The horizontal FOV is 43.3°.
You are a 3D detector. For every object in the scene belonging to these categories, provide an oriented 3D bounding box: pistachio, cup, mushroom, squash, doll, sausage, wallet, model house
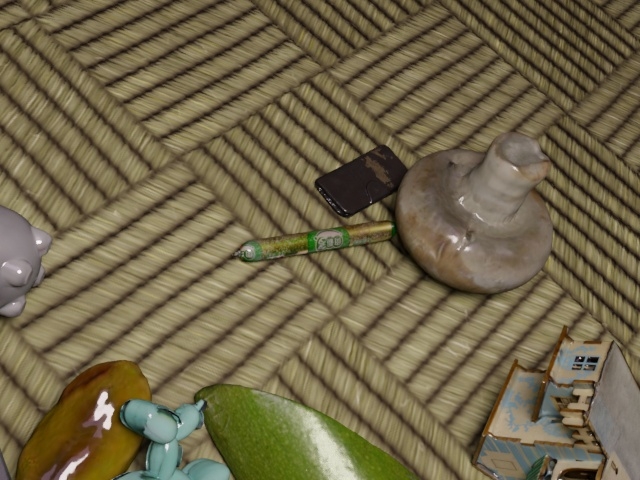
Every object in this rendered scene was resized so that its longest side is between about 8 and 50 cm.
[{"bbox_3d":[-0.258,0.223,0.905,0.110,0.100,0.189,41,54,-17],"label":"pistachio"},{"bbox_3d":[-0.410,0.034,0.945,0.142,0.134,0.173,23,54,-7],"label":"cup"},{"bbox_3d":[0.237,-0.051,1.168,0.244,0.243,0.243,9,57,-14],"label":"mushroom"},{"bbox_3d":[0.007,0.252,0.972,0.203,0.111,0.288,-22,67,-31],"label":"squash"},{"bbox_3d":[-0.164,0.255,0.898,0.159,0.059,0.159,11,86,-51],"label":"doll"},{"bbox_3d":[0.000,0.000,1.169,0.269,0.033,0.032,-9,63,-24],"label":"sausage"},{"bbox_3d":[0.069,-0.094,1.261,0.157,0.018,0.082,-29,73,-32],"label":"wallet"},{"bbox_3d":[0.298,0.253,1.033,0.271,0.207,0.178,54,52,-30],"label":"model house"}]

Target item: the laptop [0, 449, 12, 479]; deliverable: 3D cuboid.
[{"bbox_3d":[-0.440,0.252,0.871,0.180,0.016,0.129,-18,67,-28],"label":"laptop"}]
